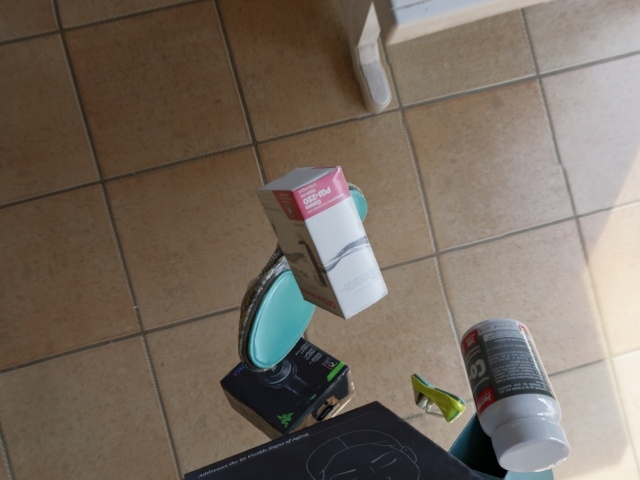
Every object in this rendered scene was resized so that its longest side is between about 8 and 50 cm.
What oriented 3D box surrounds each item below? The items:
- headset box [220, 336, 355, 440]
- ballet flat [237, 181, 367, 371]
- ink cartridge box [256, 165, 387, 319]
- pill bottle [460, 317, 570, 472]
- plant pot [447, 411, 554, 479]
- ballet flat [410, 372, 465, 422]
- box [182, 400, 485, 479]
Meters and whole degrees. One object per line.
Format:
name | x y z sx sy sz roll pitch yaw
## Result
headset box | -0.080 0.404 1.388 0.246 0.283 0.131 -39 136 -29
ballet flat | -0.064 0.067 1.175 0.164 0.181 0.483 45 65 -35
ink cartridge box | 0.000 0.000 0.820 0.092 0.158 0.218 -31 108 -20
pill bottle | 0.404 0.320 1.087 0.161 0.283 0.161 0 131 -1
plant pot | 0.433 0.556 1.192 0.165 0.165 0.234 -38 107 -33
ballet flat | 0.295 0.423 1.379 0.077 0.231 0.077 37 80 -19
box | 0.028 0.569 0.938 0.479 0.471 0.298 -15 98 -18
